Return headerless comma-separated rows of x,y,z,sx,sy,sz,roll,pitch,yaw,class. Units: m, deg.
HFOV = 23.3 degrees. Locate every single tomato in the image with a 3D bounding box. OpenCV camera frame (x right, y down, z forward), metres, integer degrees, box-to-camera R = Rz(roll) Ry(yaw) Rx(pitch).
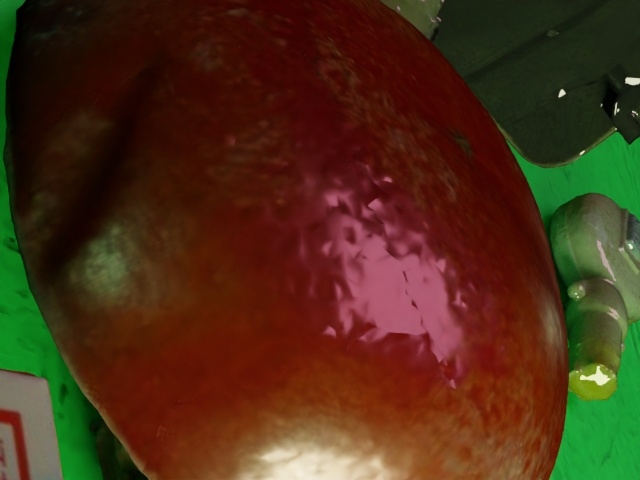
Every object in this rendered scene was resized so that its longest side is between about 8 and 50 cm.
0.012,-0.003,0.680,0.338,0.144,0.338,48,21,-25,tomato

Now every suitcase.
0.121,-0.257,0.987,0.434,0.283,0.194,45,15,-33,suitcase

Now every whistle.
0.206,0.040,1.122,0.104,0.057,0.198,53,28,-22,whistle

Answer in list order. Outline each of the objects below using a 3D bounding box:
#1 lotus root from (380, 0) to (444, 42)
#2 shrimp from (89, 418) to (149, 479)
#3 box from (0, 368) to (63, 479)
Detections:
-0.007,-0.151,0.828,0.144,0.070,0.143,30,-3,-28,lotus root
-0.021,0.160,0.632,0.223,0.047,0.126,61,25,-4,shrimp
-0.125,0.135,0.465,0.123,0.050,0.229,21,50,-55,box
